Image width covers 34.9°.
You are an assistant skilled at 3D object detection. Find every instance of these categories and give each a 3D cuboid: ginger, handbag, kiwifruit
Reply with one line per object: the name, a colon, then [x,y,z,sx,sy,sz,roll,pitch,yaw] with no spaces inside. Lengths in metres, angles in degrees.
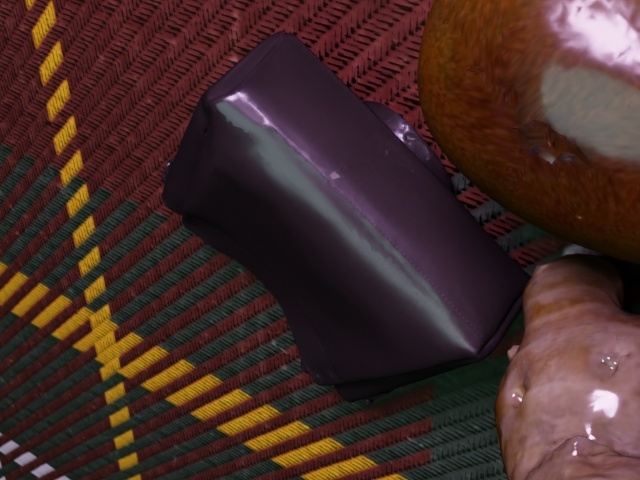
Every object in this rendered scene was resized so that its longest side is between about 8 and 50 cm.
ginger: [0.184,0.172,0.616,0.256,0.375,0.176,34,131,-30]
handbag: [0.000,0.000,0.826,0.285,0.113,0.257,46,146,-3]
kiwifruit: [0.173,-0.085,0.543,0.234,0.196,0.196,31,136,15]
